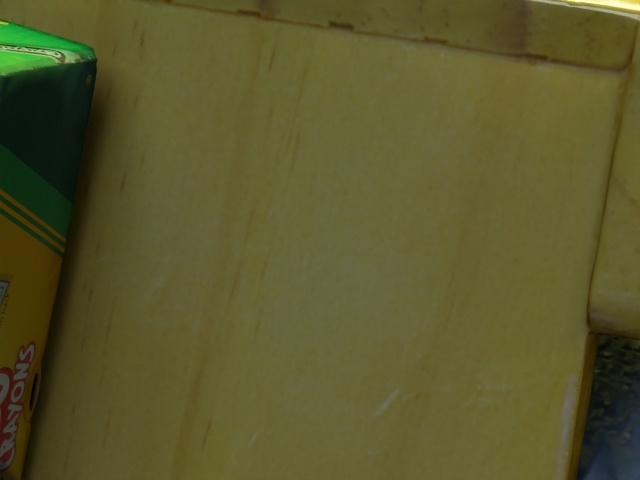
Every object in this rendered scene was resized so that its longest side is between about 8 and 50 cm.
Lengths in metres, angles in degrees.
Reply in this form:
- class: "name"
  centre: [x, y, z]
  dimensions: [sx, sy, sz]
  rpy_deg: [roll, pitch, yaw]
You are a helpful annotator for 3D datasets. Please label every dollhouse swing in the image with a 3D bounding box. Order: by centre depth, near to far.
- class: "dollhouse swing"
  centre: [0.000, 0.000, 0.758]
  dimensions: [0.347, 0.305, 0.315]
  rpy_deg: [11, 25, 19]

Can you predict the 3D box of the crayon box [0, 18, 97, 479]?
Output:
- class: "crayon box"
  centre: [-0.175, 0.062, 0.609]
  dimensions: [0.081, 0.165, 0.278]
  rpy_deg: [19, 108, 17]
